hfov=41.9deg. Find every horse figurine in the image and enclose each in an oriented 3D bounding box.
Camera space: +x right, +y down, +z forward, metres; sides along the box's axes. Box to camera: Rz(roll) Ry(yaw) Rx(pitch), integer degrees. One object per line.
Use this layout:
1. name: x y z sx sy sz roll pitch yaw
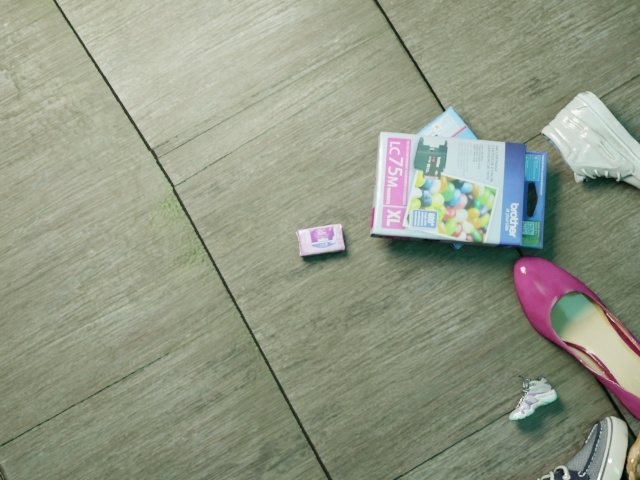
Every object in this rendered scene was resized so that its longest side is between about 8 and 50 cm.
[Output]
1. horse figurine: 0.543 0.407 1.397 0.066 0.263 0.174 -1 60 22

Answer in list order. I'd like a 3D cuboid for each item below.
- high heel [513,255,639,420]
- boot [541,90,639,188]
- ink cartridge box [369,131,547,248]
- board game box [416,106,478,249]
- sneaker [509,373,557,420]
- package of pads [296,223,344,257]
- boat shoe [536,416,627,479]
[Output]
1. high heel: 0.486 0.165 1.431 0.127 0.181 0.377 -44 87 -6
2. boot: 0.522 -0.140 1.527 0.123 0.095 0.258 -42 84 8
3. ink cartridge box: 0.251 -0.086 1.476 0.311 0.065 0.185 5 84 -3
4. board game box: 0.242 -0.113 1.528 0.160 0.039 0.211 -38 85 -6
5. sneaker: 0.365 0.273 1.489 0.098 0.038 0.069 -28 83 -15
6. package of pads: 0.000 0.000 1.508 0.083 0.032 0.050 -9 85 -3
7. boat shoe: 0.397 0.428 1.411 0.158 0.127 0.340 23 64 11
